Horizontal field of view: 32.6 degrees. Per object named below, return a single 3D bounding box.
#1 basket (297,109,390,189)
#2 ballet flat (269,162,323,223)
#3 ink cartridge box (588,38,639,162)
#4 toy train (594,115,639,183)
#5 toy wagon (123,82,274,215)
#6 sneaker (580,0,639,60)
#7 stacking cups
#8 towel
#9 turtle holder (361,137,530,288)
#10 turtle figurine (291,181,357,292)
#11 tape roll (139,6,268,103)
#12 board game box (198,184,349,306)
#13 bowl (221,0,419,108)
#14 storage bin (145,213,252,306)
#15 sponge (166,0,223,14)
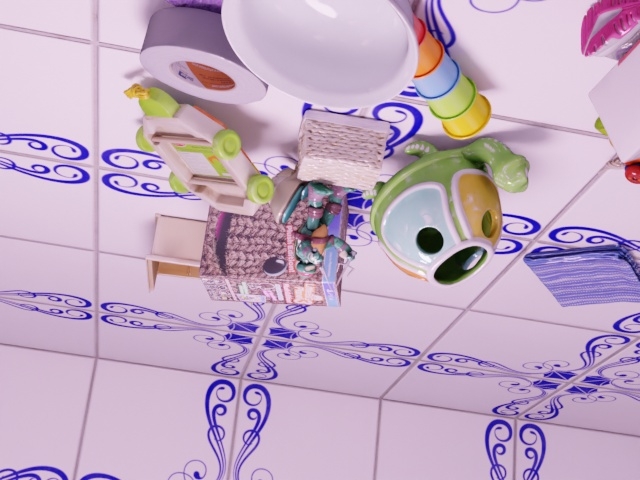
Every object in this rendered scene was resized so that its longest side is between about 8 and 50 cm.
[{"bbox_3d":[0.040,-0.169,2.084,0.167,0.103,0.113,8,158,-6],"label":"basket"},{"bbox_3d":[-0.063,-0.101,2.167,0.086,0.086,0.248,-3,-162,20],"label":"ballet flat"},{"bbox_3d":[0.584,-0.245,1.590,0.306,0.131,0.226,-15,163,-17],"label":"ink cartridge box"},{"bbox_3d":[0.545,-0.180,1.967,0.143,0.105,0.248,36,154,-23],"label":"toy train"},{"bbox_3d":[-0.240,-0.179,2.077,0.267,0.068,0.344,9,144,45],"label":"toy wagon"},{"bbox_3d":[0.498,-0.337,1.605,0.111,0.103,0.252,11,163,-23],"label":"sneaker"},{"bbox_3d":[0.188,-0.286,1.806,0.096,0.096,0.316,-7,151,27],"label":"stacking cups"},{"bbox_3d":[0.650,0.096,2.634,0.243,0.040,0.336,-6,154,28],"label":"towel"},{"bbox_3d":[0.260,-0.051,2.115,0.320,0.227,0.243,-25,143,5],"label":"turtle holder"},{"bbox_3d":[0.000,0.000,2.158,0.118,0.234,0.175,18,-161,19],"label":"turtle figurine"},{"bbox_3d":[-0.186,-0.303,1.813,0.219,0.072,0.219,14,166,4],"label":"tape roll"},{"bbox_3d":[-0.094,0.006,2.362,0.291,0.232,0.141,2,156,7],"label":"board game box"},{"bbox_3d":[0.015,-0.341,1.616,0.298,0.134,0.298,14,149,9],"label":"bowl"},{"bbox_3d":[-0.282,0.055,2.660,0.262,0.123,0.260,7,156,-4],"label":"storage bin"},{"bbox_3d":[-0.133,-0.369,1.754,0.210,0.031,0.117,24,152,-38],"label":"sponge"}]
